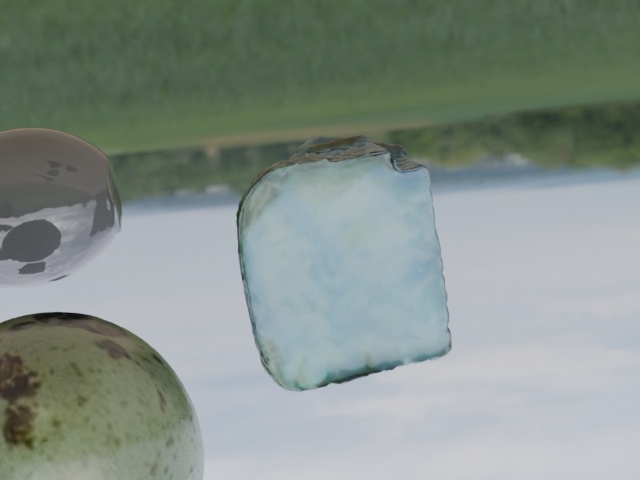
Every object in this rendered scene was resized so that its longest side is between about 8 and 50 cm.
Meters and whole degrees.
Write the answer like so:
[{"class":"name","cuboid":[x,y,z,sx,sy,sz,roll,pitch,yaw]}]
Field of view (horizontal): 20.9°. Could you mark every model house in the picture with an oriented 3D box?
[{"class":"model house","cuboid":[0.000,0.000,1.970,0.226,0.261,0.241,-12,-160,-10]}]

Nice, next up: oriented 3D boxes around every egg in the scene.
[{"class":"egg","cuboid":[-0.336,-0.033,1.903,0.232,0.176,0.176,-15,-177,-2]},{"class":"egg","cuboid":[-0.251,0.207,1.645,0.287,0.287,0.379,-7,159,-17]}]
